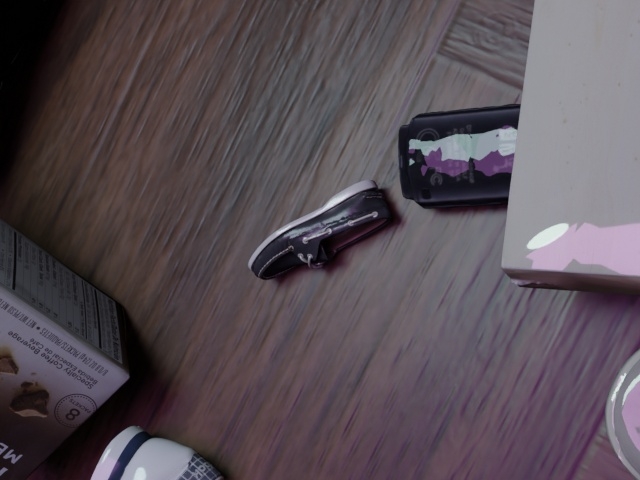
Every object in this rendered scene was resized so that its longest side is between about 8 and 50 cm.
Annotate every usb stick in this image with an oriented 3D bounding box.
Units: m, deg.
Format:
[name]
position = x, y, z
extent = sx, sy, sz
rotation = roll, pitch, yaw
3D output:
[usb stick]
position = 0.193, -0.068, 0.901
extent = 0.278, 0.045, 0.077
rotation = -3, 89, 23

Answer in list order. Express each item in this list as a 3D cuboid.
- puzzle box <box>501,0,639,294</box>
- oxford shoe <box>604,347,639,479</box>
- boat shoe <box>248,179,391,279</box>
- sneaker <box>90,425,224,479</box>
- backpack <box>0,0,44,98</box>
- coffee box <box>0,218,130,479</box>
[puzzle box]
position = 0.281, -0.158, 0.832
extent = 0.272, 0.052, 0.409
rotation = 4, 74, 23
[oxford shoe]
position = 0.395, 0.142, 0.743
extent = 0.449, 0.130, 0.169
rotation = 14, 90, 25
[boat shoe]
position = 0.000, 0.000, 0.976
extent = 0.125, 0.046, 0.038
rotation = -32, 67, 8
[sneaker]
position = -0.160, 0.273, 0.991
extent = 0.094, 0.090, 0.235
rotation = 22, 95, 12
[backpack]
position = -0.354, -0.275, 1.039
extent = 0.273, 0.290, 0.356
rotation = 37, 97, 39
[coffee box]
position = -0.316, 0.056, 0.965
extent = 0.168, 0.297, 0.119
rotation = -43, 29, 12
